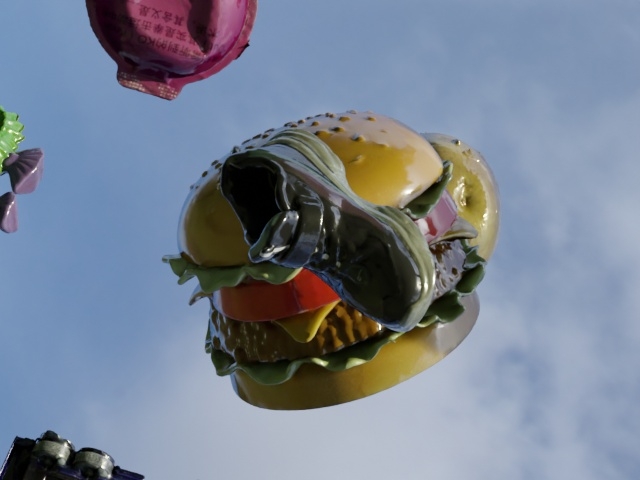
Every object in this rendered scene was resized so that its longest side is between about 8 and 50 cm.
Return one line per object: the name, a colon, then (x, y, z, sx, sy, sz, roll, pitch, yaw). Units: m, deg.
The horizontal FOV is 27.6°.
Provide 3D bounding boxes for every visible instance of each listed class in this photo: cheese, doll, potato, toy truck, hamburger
cheese: (-0.074, -0.148, 0.693, 0.038, 0.095, 0.145, -130, -123, -73)
doll: (-0.291, -0.058, 1.081, 0.190, 0.115, 0.050, -79, -178, -53)
potato: (0.171, -0.064, 1.628, 0.098, 0.138, 0.243, -9, -123, 12)
toy truck: (-0.247, 0.335, 1.518, 0.155, 0.268, 0.124, 104, 4, -54)
hamburger: (0.000, 0.000, 1.152, 0.274, 0.212, 0.274, -17, -158, 7)

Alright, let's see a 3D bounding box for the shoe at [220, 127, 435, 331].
shoe: (-0.008, -0.004, 0.807, 0.169, 0.099, 0.071, 47, -58, 26)
